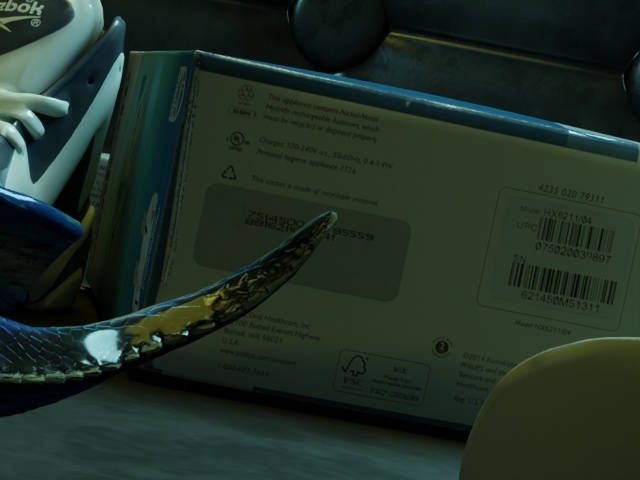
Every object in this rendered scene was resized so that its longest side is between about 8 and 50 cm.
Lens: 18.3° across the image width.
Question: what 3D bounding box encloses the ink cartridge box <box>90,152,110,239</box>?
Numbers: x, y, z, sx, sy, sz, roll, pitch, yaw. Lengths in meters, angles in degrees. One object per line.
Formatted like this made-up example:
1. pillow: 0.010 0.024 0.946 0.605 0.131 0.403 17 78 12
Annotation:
1. ink cartridge box: 0.000 0.000 1.308 0.275 0.060 0.239 14 5 27

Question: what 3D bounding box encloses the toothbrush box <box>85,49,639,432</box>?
1. toothbrush box: 0.019 -0.004 0.876 0.216 0.126 0.295 11 2 -10

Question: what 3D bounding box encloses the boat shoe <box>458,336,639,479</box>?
1. boat shoe: 0.128 0.077 0.347 0.228 0.080 0.076 16 -1 41

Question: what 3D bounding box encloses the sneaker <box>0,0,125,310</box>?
1. sneaker: -0.145 -0.049 0.798 0.094 0.153 0.235 12 4 19

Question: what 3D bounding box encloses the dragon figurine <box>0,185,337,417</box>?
1. dragon figurine: -0.099 0.022 0.360 0.289 0.085 0.144 9 5 -33
